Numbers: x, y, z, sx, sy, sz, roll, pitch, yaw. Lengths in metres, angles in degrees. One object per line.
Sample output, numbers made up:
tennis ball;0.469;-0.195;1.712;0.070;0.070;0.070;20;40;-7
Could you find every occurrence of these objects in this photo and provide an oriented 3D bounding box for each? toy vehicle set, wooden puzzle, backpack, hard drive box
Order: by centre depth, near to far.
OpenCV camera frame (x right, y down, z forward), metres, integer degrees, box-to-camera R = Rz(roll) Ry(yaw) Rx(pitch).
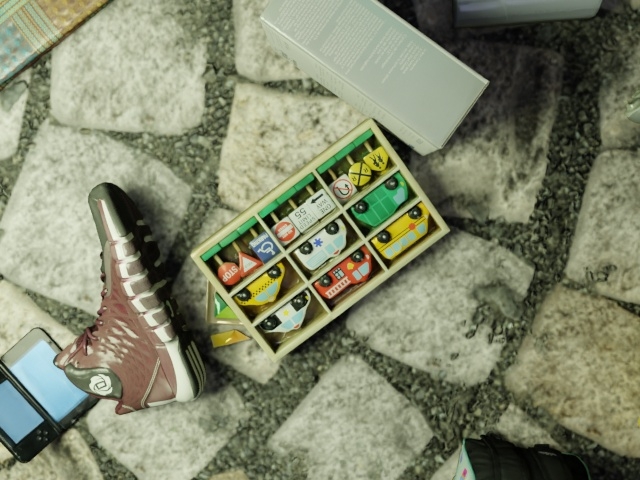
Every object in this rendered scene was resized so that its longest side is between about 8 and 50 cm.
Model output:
hard drive box;0.056;-0.197;0.959;0.232;0.181;0.089;36;93;-1
backpack;0.233;0.316;0.981;0.165;0.188;0.144;14;94;0
toy vehicle set;0.000;0.000;1.028;0.267;0.035;0.166;-37;101;2
wooden puzzle;-0.105;0.073;1.063;0.078;0.014;0.116;-4;93;2

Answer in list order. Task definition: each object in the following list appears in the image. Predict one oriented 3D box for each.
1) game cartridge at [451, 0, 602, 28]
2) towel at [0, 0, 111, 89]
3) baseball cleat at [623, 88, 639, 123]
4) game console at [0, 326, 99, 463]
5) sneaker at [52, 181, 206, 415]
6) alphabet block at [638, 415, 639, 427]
game cartridge;0.244;-0.404;1.007;0.196;0.060;0.294;-5;93;-2
towel;-0.419;-0.393;1.033;0.271;0.040;0.370;-37;94;4
baseball cleat;0.462;-0.184;1.004;0.206;0.072;0.109;-39;98;7
game console;-0.354;0.187;1.051;0.122;0.107;0.071;48;122;-1
sneaker;-0.259;0.084;1.025;0.162;0.106;0.281;-21;93;6
alphabet block;0.503;0.172;0.963;0.197;0.193;0.192;16;92;1
